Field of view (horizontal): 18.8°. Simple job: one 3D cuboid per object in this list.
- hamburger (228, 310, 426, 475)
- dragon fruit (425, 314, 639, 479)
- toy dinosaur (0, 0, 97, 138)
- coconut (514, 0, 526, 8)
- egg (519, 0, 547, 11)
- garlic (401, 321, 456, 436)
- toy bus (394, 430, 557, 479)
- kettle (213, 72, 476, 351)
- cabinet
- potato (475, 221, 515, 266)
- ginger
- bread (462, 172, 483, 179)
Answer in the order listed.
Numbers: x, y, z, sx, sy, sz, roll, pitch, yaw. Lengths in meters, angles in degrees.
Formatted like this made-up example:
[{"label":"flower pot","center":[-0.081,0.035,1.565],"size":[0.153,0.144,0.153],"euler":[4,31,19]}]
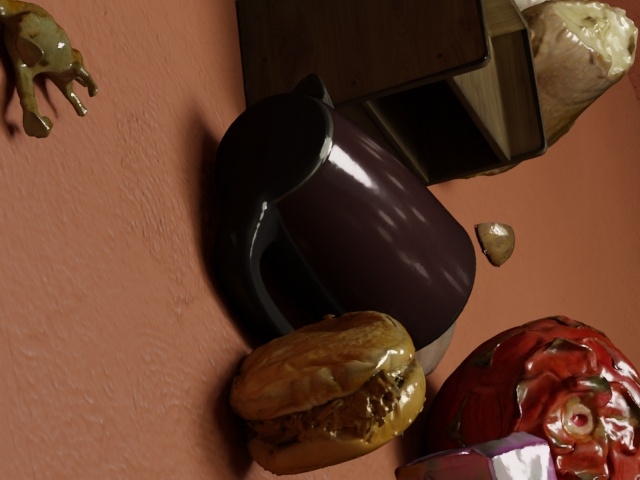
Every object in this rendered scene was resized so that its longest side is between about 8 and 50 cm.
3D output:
[{"label":"hamburger","center":[0.007,0.108,1.400],"size":[0.147,0.138,0.083],"euler":[-75,144,-70]},{"label":"dragon fruit","center":[0.211,0.188,1.809],"size":[0.252,0.241,0.241],"euler":[-87,156,-73]},{"label":"toy dinosaur","center":[-0.188,-0.138,1.212],"size":[0.162,0.039,0.126],"euler":[59,12,-25]},{"label":"coconut","center":[0.135,-0.320,2.077],"size":[0.222,0.202,0.202],"euler":[-85,152,-56]},{"label":"egg","center":[0.235,-0.243,2.327],"size":[0.233,0.195,0.195],"euler":[43,32,-34]},{"label":"garlic","center":[0.069,0.061,1.753],"size":[0.128,0.090,0.198],"euler":[-37,117,-55]},{"label":"toy bus","center":[0.142,0.282,1.405],"size":[0.090,0.112,0.274],"euler":[-11,83,-41]},{"label":"kettle","center":[0.000,0.000,1.529],"size":[0.232,0.144,0.202],"euler":[45,63,-45]},{"label":"cabinet","center":[0.064,-0.139,1.675],"size":[0.175,0.215,0.148],"euler":[47,32,-56]},{"label":"potato","center":[0.217,0.006,2.294],"size":[0.093,0.036,0.037],"euler":[40,34,-61]},{"label":"ginger","center":[0.220,-0.173,2.119],"size":[0.130,0.275,0.221],"euler":[54,2,13]},{"label":"bread","center":[0.078,-0.238,1.914],"size":[0.112,0.166,0.383],"euler":[-31,106,-44]}]
